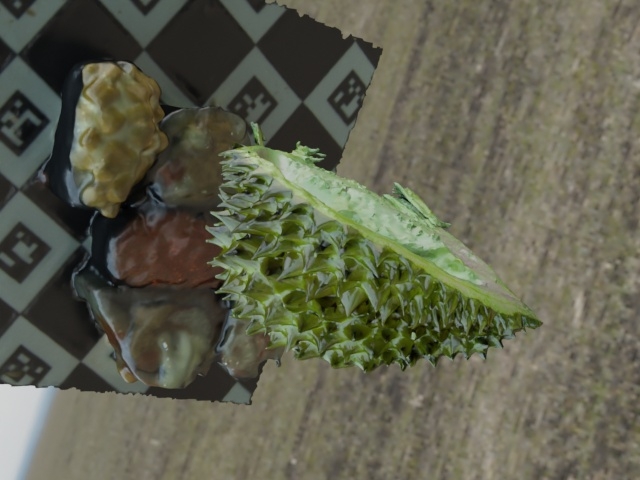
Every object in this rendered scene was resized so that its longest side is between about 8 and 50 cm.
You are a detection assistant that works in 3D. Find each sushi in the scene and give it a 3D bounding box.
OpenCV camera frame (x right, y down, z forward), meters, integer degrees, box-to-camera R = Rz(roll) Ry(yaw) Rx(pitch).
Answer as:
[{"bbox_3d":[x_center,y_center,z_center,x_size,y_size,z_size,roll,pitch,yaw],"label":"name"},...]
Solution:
[{"bbox_3d":[-0.093,-0.028,0.755,0.059,0.294,0.292,28,102,50],"label":"sushi"}]

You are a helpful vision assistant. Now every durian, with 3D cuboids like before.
[{"bbox_3d":[0.000,0.000,0.582,0.215,0.100,0.086,34,126,35],"label":"durian"}]
